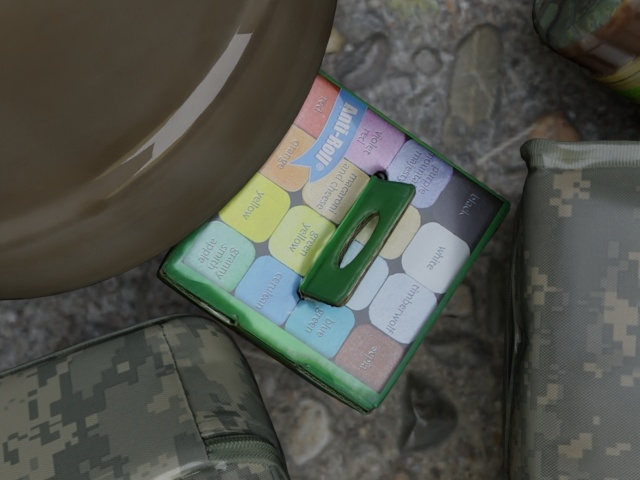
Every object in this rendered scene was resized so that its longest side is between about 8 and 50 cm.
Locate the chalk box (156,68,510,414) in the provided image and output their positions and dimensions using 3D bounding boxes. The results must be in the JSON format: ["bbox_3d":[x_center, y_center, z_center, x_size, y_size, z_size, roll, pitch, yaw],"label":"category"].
[{"bbox_3d":[0.000,0.000,0.681,0.132,0.213,0.132,35,83,-5],"label":"chalk box"}]

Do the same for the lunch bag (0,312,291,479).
[{"bbox_3d":[-0.131,0.220,0.613,0.305,0.212,0.256,-19,47,-10],"label":"lunch bag"}]

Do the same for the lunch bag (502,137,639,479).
[{"bbox_3d":[0.180,0.075,0.681,0.169,0.287,0.235,1,87,12],"label":"lunch bag"}]

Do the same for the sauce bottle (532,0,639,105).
[{"bbox_3d":[0.286,-0.082,0.729,0.344,0.111,0.111,24,85,-19],"label":"sauce bottle"}]

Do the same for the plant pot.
[{"bbox_3d":[-0.186,-0.168,0.565,0.323,0.280,0.323,-8,67,18],"label":"plant pot"}]
